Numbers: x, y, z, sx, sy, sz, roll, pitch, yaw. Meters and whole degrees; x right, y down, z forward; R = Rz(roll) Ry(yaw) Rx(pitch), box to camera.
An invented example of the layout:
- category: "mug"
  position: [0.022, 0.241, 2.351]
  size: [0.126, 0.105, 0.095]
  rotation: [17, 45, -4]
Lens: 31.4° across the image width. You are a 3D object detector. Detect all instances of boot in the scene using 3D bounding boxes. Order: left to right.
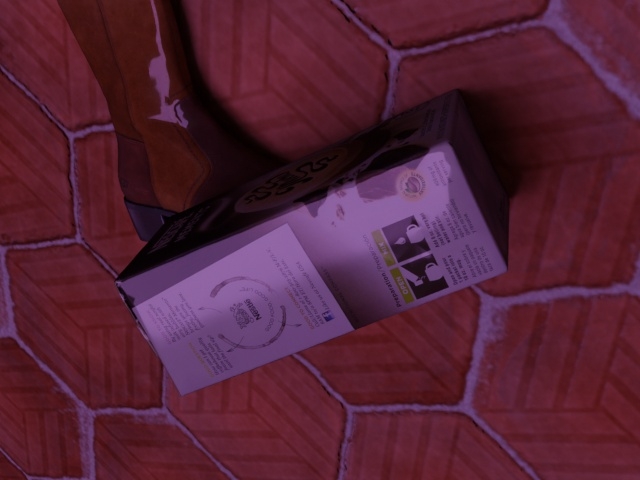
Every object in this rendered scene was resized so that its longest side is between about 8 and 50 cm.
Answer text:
- category: "boot"
  position: [-0.119, -0.143, 1.103]
  size: [0.264, 0.096, 0.281]
  rotation: [1, 113, 44]

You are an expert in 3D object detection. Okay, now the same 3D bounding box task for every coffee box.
- category: "coffee box"
  position: [0.000, 0.000, 0.960]
  size: [0.297, 0.168, 0.119]
  rotation: [-23, 106, 17]
